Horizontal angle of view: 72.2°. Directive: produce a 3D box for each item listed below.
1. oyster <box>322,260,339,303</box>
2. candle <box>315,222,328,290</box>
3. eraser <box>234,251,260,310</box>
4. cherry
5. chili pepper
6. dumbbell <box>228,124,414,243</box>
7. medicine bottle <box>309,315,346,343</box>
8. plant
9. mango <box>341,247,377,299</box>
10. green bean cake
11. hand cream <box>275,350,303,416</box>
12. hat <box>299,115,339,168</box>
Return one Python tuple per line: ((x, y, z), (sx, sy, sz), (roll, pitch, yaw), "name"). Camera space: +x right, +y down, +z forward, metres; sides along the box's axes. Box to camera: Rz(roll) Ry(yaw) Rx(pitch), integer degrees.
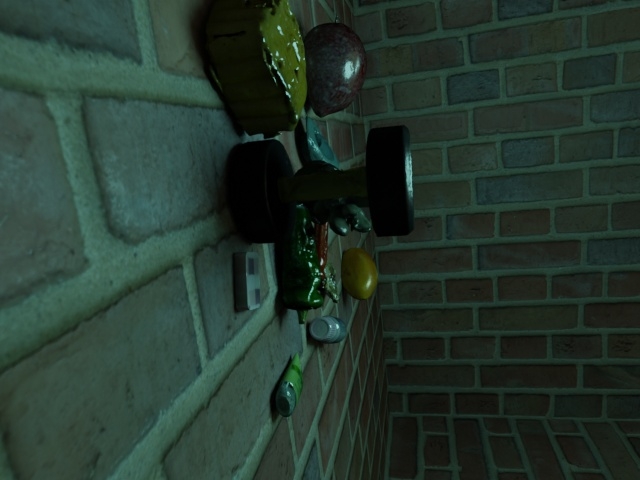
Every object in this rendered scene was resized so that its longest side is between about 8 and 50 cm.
((0.031, 0.135, 1.458), (0.108, 0.053, 0.166), (81, 3, -69), "oyster")
((0.000, 0.000, 1.372), (0.051, 0.048, 0.330), (91, 2, -57), "candle")
((-0.135, 0.074, 0.811), (0.065, 0.026, 0.105), (12, 75, -79), "eraser")
((0.038, -0.527, 1.354), (0.230, 0.202, 0.301), (-13, 113, -79), "cherry")
((-0.049, 0.061, 1.040), (0.136, 0.099, 0.271), (129, -44, -71), "chili pepper")
((0.012, -0.101, 0.834), (0.203, 0.322, 0.204), (-3, 90, -77), "dumbbell")
((0.023, 0.265, 1.308), (0.203, 0.083, 0.084), (48, 40, -72), "medicine bottle")
((0.032, -0.096, 1.091), (0.149, 0.146, 0.274), (38, 3, -38), "plant")
((0.158, 0.138, 1.808), (0.252, 0.153, 0.126), (-100, 167, -45), "mango")
((-0.105, -0.336, 0.820), (0.230, 0.131, 0.224), (68, 23, -53), "green bean cake")
((-0.064, 0.331, 1.000), (0.175, 0.045, 0.095), (-40, 123, -76), "hand cream")
((-0.020, -0.273, 1.308), (0.191, 0.077, 0.138), (51, 25, -37), "hat")
